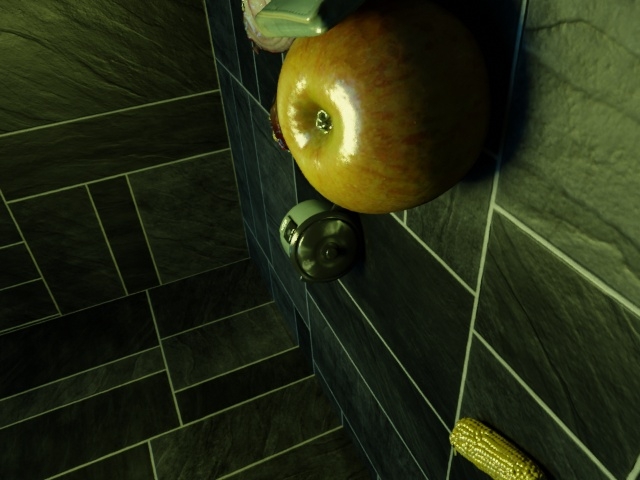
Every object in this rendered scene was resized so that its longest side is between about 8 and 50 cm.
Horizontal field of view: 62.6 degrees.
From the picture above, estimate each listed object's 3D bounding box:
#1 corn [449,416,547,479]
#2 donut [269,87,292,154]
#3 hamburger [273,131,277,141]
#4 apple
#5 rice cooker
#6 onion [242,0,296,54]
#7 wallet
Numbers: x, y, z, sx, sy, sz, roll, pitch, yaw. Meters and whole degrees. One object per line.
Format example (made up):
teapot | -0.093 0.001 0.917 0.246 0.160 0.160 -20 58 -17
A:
corn | 0.388 0.478 1.166 0.260 0.091 0.091 -158 68 -65
donut | -0.066 -0.388 1.649 0.216 0.096 0.230 32 124 43
hamburger | -0.099 -0.373 1.809 0.141 0.126 0.082 -17 80 49
apple | 0.099 -0.237 0.961 0.400 0.333 0.400 162 90 -77
rice cooker | 0.000 0.000 1.666 0.281 0.241 0.227 -63 27 12
onion | -0.121 -0.708 1.559 0.280 0.146 0.314 32 142 29
wallet | 0.068 -0.447 0.831 0.083 0.360 0.252 51 173 -30
